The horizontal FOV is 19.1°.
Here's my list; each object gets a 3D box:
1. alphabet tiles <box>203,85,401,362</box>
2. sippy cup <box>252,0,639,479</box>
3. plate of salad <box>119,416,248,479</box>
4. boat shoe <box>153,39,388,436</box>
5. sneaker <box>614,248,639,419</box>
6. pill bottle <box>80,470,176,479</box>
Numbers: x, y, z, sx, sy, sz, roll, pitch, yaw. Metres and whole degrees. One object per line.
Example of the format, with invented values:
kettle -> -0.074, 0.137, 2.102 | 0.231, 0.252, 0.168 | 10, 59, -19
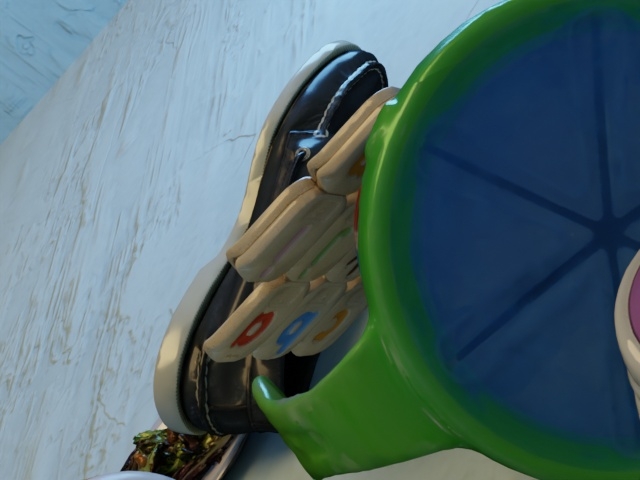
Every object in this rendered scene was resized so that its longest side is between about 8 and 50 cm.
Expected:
alphabet tiles -> 0.051, -0.029, 1.165 | 0.278, 0.021, 0.284 | -48, -18, 16
sippy cup -> 0.116, -0.004, 0.950 | 0.224, 0.305, 0.240 | -173, 82, -81
plate of salad -> -0.111, 0.156, 1.438 | 0.200, 0.048, 0.200 | -45, 21, 22
boat shoe -> -0.001, -0.002, 1.378 | 0.113, 0.127, 0.340 | 10, 53, 27
sneaker -> 0.221, 0.012, 0.799 | 0.114, 0.152, 0.305 | 20, 45, 38
pill bottle -> -0.176, 0.248, 1.250 | 0.278, 0.162, 0.162 | -24, 34, 55
